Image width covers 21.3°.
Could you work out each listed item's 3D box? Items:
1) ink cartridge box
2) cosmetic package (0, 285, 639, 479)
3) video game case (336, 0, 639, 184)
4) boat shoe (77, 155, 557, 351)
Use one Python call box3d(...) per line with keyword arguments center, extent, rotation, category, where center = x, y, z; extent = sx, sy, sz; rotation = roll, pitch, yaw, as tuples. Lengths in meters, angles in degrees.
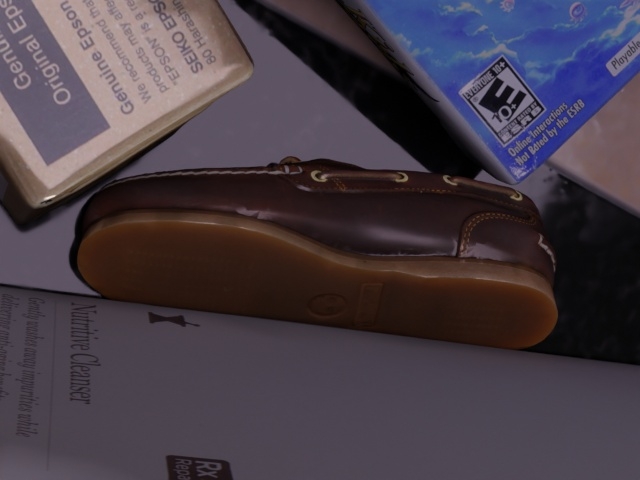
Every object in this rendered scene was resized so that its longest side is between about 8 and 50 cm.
box3d(center=(-0.123, -0.108, 0.618), extent=(0.088, 0.234, 0.193), rotation=(-33, 95, -10), category="ink cartridge box")
box3d(center=(0.006, 0.131, 0.638), extent=(0.385, 0.217, 0.156), rotation=(5, 105, -11), category="cosmetic package")
box3d(center=(0.097, -0.200, 0.697), extent=(0.269, 0.061, 0.244), rotation=(-44, 115, -1), category="video game case")
box3d(center=(0.000, 0.000, 0.730), extent=(0.207, 0.073, 0.073), rotation=(9, 50, -14), category="boat shoe")
